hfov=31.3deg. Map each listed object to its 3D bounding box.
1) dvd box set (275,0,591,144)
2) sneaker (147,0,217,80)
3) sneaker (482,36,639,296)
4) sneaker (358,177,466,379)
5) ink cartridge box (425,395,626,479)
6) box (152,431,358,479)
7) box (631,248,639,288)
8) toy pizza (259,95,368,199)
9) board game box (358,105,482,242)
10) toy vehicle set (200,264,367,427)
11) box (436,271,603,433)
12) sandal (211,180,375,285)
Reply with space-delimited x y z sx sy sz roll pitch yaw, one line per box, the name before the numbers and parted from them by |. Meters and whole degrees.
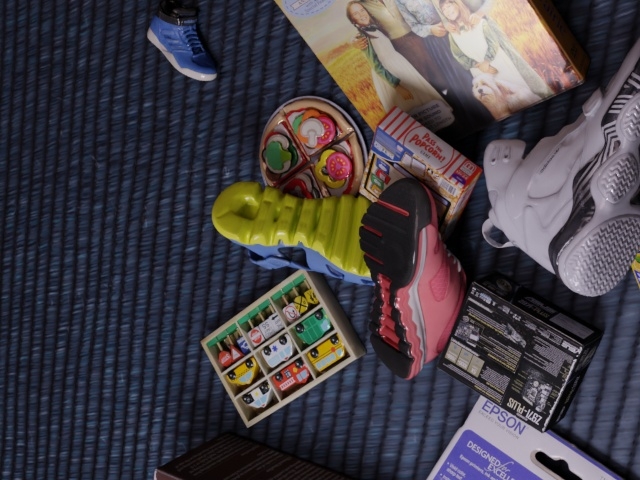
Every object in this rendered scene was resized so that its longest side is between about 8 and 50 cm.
dvd box set | 0.110 -0.319 1.482 0.308 0.062 0.420 -22 117 35
sneaker | -0.213 -0.325 1.820 0.152 0.058 0.084 45 130 26
sneaker | 0.331 -0.128 1.439 0.210 0.137 0.365 24 95 47
sneaker | 0.140 0.039 1.590 0.116 0.136 0.313 35 138 42
ink cartridge box | 0.283 0.420 1.623 0.304 0.072 0.307 34 92 25
box | -0.061 0.444 1.809 0.381 0.191 0.143 13 108 32
box | 0.438 0.043 1.460 0.054 0.059 0.168 -21 89 34
toy pizza | -0.017 -0.120 1.749 0.201 0.032 0.201 8 105 33
board game box | 0.132 -0.081 1.572 0.147 0.045 0.193 39 157 11
toy vehicle set | -0.064 0.172 1.844 0.267 0.035 0.166 -37 79 34
box | 0.275 0.153 1.583 0.180 0.077 0.147 30 116 26
sandal | 0.000 0.000 1.713 0.317 0.138 0.126 16 65 13
